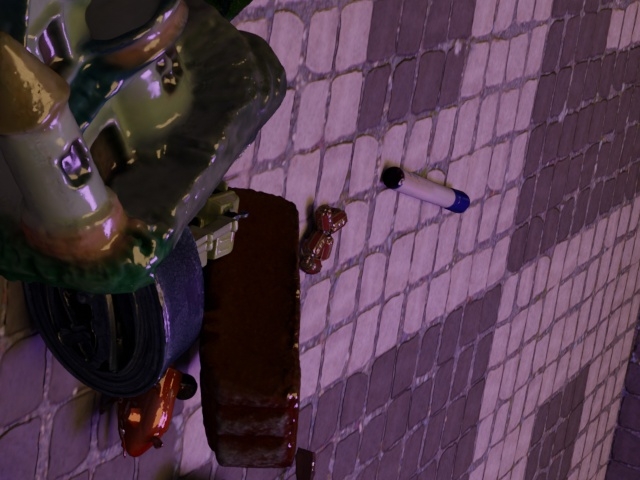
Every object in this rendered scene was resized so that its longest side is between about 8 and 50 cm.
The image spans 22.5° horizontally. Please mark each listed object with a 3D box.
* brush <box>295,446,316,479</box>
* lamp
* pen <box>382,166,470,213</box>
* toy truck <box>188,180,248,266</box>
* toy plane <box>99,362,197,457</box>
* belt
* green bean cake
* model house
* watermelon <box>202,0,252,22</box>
[{"bbox_3d":[-0.036,0.401,1.965,0.071,0.084,0.301,-1,100,-64],"label":"brush"},{"bbox_3d":[0.000,0.000,1.850,0.063,0.031,0.083,14,95,-65],"label":"lamp"},{"bbox_3d":[0.142,-0.065,2.118,0.269,0.033,0.033,14,92,-67],"label":"pen"},{"bbox_3d":[-0.133,-0.009,1.456,0.169,0.100,0.077,-22,125,-61],"label":"toy truck"},{"bbox_3d":[-0.150,0.109,1.525,0.194,0.077,0.126,-62,141,-26],"label":"toy plane"},{"bbox_3d":[-0.174,0.036,1.342,0.082,0.141,0.190,-48,144,-50],"label":"belt"},{"bbox_3d":[-0.068,0.093,1.580,0.232,0.097,0.198,-91,-177,-51],"label":"green bean cake"},{"bbox_3d":[-0.186,-0.163,1.144,0.267,0.194,0.325,-57,148,-33],"label":"model house"},{"bbox_3d":[-0.082,-0.254,1.459,0.155,0.101,0.080,-65,168,2],"label":"watermelon"}]
